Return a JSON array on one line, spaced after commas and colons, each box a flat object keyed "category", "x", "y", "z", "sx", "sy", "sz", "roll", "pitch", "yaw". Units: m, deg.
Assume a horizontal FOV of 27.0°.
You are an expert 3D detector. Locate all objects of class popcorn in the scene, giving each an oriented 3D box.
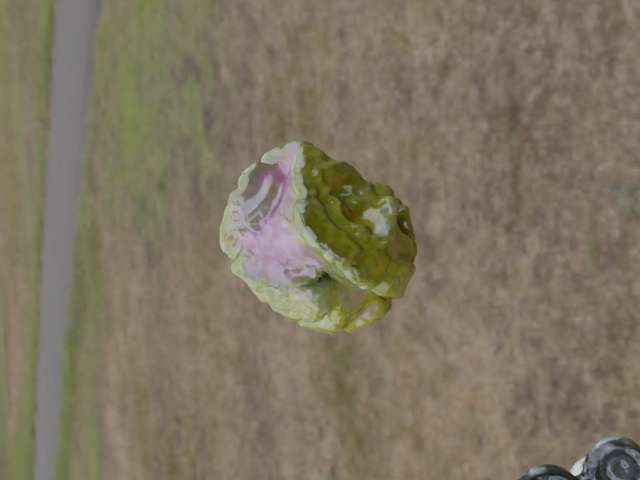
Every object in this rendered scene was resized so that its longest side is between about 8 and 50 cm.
[{"category": "popcorn", "x": 0.000, "y": 0.000, "z": 0.962, "sx": 0.125, "sy": 0.145, "sz": 0.126, "roll": -68, "pitch": -19, "yaw": -8}]

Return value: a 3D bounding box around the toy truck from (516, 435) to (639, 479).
[{"category": "toy truck", "x": 0.135, "y": 0.216, "z": 0.822, "sx": 0.114, "sy": 0.270, "sz": 0.135, "roll": 82, "pitch": 166, "yaw": -72}]
